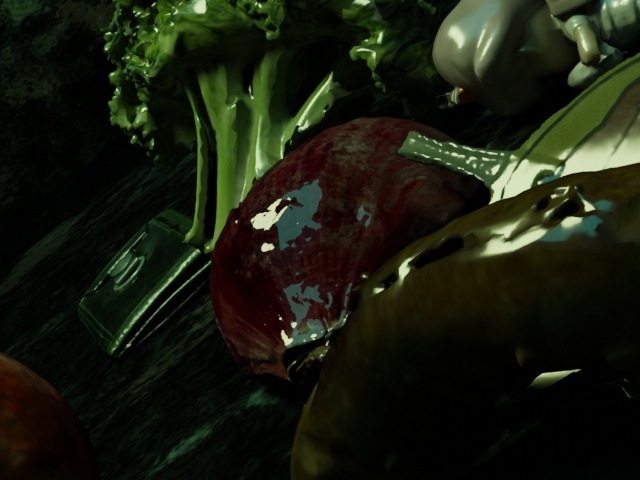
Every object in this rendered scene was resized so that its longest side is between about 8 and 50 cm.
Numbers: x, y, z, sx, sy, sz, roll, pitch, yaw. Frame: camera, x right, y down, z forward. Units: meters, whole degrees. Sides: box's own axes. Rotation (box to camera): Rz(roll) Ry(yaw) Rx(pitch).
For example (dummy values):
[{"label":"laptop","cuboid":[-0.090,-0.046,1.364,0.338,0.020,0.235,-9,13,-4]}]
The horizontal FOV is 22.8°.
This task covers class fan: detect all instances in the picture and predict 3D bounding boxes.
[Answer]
[{"label":"fan","cuboid":[0.139,-0.023,0.849,0.335,0.011,0.230,21,77,55]}]

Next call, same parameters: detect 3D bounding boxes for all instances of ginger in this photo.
[{"label":"ginger","cuboid":[0.098,0.042,0.726,0.107,0.133,0.309,-2,-24,-46]}]

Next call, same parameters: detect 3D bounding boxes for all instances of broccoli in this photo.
[{"label":"broccoli","cuboid":[-0.029,-0.140,1.514,0.375,0.302,0.249,1,9,26]}]

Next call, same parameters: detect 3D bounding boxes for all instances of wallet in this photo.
[{"label":"wallet","cuboid":[-0.176,0.040,1.616,0.160,0.055,0.236,-47,15,-6]}]

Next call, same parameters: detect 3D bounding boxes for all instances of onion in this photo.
[{"label":"onion","cuboid":[0.000,0.000,1.151,0.227,0.120,0.283,-38,13,22]}]

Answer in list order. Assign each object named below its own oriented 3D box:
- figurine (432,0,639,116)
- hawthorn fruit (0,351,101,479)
[{"label":"figurine","cuboid":[0.173,-0.163,1.272,0.229,0.112,0.137,-15,20,35]},{"label":"hawthorn fruit","cuboid":[-0.280,0.156,1.038,0.242,0.272,0.242,-32,25,17]}]
